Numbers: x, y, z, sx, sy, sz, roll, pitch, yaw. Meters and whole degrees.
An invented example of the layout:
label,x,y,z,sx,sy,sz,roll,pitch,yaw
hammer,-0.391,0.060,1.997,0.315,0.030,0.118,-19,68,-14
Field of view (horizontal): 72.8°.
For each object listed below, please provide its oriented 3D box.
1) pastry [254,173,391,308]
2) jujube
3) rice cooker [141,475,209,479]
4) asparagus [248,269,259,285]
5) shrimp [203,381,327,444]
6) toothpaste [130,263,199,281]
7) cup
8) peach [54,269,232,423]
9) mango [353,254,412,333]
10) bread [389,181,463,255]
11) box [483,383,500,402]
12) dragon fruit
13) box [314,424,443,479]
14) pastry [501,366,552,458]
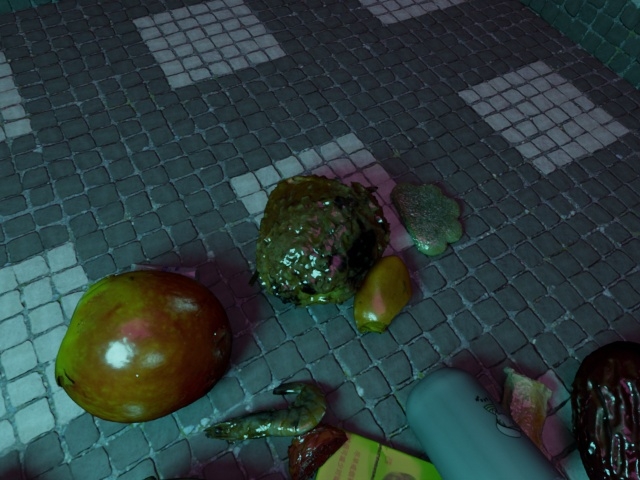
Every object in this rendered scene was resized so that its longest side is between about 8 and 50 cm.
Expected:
label,x,y,z,sx,sy,sz,roll,pitch,yaw
pastry,0.014,-0.011,1.177,0.337,0.292,0.405,-15,46,18
jujube,0.727,0.431,1.020,0.258,0.258,0.376,18,65,6
rice cooker,-0.248,0.607,0.770,0.335,0.335,0.325,8,57,0
asparagus,-0.180,0.078,1.278,0.018,0.015,0.127,20,59,5
shrimp,-0.128,0.408,1.043,0.296,0.058,0.169,-10,19,8
toothpaste,-0.447,0.096,1.233,0.195,0.043,0.067,0,61,1
cup,0.335,0.444,0.951,0.206,0.205,0.312,-20,43,-16
peach,-0.381,0.236,0.986,0.370,0.370,0.370,2,58,-4
mango,0.178,0.143,1.207,0.154,0.126,0.252,28,59,-1
bread,0.358,-0.090,1.408,0.207,0.056,0.286,-19,63,-14
box,0.421,0.405,1.130,0.083,0.012,0.046,-8,61,-11
dragon fruit,-0.033,0.463,0.995,0.162,0.083,0.106,-44,39,-6
box,0.154,0.573,0.984,0.335,0.047,0.187,18,58,7
pastry,0.500,0.453,1.062,0.122,0.089,0.258,12,59,11
